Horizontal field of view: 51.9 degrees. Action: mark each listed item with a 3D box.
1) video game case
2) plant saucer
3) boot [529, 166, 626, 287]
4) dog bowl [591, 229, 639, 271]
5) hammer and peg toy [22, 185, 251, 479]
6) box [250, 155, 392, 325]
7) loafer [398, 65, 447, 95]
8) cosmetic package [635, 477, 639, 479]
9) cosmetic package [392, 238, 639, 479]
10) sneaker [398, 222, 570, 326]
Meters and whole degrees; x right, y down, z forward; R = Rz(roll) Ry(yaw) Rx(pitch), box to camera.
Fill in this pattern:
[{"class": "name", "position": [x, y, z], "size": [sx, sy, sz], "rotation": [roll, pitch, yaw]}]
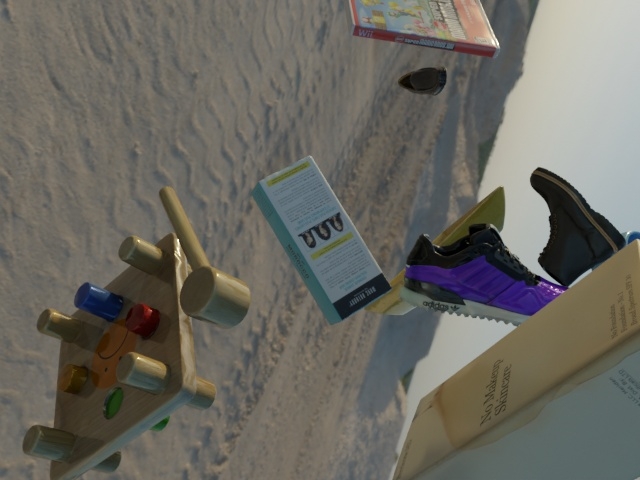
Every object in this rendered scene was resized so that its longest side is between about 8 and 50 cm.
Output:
[{"class": "video game case", "position": [0.186, -0.435, 1.260], "size": [0.025, 0.285, 0.204], "rotation": [107, -16, -47]}, {"class": "plant saucer", "position": [0.279, 0.049, 1.535], "size": [0.333, 0.081, 0.332], "rotation": [-41, 175, -21]}, {"class": "boot", "position": [0.406, -0.021, 1.146], "size": [0.137, 0.198, 0.077], "rotation": [-42, 155, 3]}, {"class": "dog bowl", "position": [0.646, 0.110, 1.284], "size": [0.166, 0.297, 0.074], "rotation": [-21, 167, -41]}, {"class": "hammer and peg toy", "position": [-0.219, 0.114, 0.838], "size": [0.127, 0.361, 0.266], "rotation": [34, 28, -40]}, {"class": "box", "position": [0.000, 0.000, 1.015], "size": [0.101, 0.244, 0.060], "rotation": [-30, 177, -22]}, {"class": "loafer", "position": [0.226, -0.351, 1.454], "size": [0.170, 0.061, 0.062], "rotation": [-166, -103, -75]}, {"class": "cosmetic package", "position": [0.459, 0.381, 0.789], "size": [0.138, 0.224, 0.224], "rotation": [132, -49, -82]}, {"class": "cosmetic package", "position": [0.219, 0.158, 0.626], "size": [0.309, 0.113, 0.160], "rotation": [-46, -177, 31]}, {"class": "sneaker", "position": [0.279, 0.049, 1.046], "size": [0.102, 0.294, 0.146], "rotation": [-67, 164, -79]}]
